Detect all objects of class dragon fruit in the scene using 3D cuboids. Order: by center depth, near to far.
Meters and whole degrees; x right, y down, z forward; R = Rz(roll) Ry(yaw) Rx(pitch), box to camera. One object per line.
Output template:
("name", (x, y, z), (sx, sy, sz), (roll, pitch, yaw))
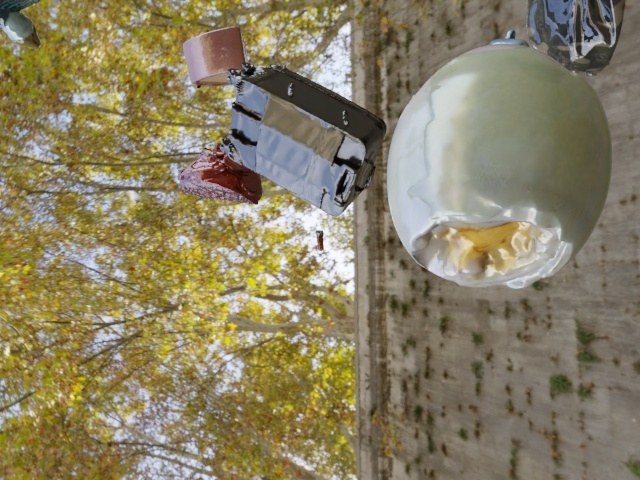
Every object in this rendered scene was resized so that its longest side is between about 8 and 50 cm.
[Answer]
("dragon fruit", (-0.335, -0.249, 1.391), (0.152, 0.317, 0.205), (49, -127, -61))

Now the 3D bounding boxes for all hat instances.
("hat", (0.519, -0.564, 1.038), (0.366, 0.382, 0.257), (-32, -41, -65))

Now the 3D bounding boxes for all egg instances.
("egg", (0.154, -0.077, 0.390), (0.183, 0.183, 0.217), (39, -128, -33))

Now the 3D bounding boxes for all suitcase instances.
("suitcase", (-0.050, -0.265, 1.141), (0.434, 0.283, 0.194), (32, -134, 12))

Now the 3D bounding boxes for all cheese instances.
("cheese", (-0.258, -0.516, 1.220), (0.203, 0.177, 0.128), (-14, -78, -33))

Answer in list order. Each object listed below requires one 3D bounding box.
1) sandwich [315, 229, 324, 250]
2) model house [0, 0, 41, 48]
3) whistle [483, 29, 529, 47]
("sandwich", (-0.001, -0.001, 1.495), (0.101, 0.026, 0.069), (85, 174, -51))
("model house", (-0.662, -0.504, 0.823), (0.291, 0.253, 0.184), (66, 178, -58))
("whistle", (0.336, -0.279, 0.850), (0.180, 0.093, 0.269), (5, -79, -47))
